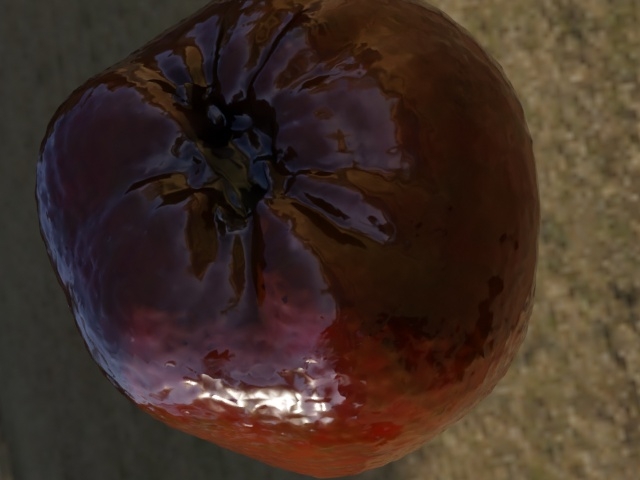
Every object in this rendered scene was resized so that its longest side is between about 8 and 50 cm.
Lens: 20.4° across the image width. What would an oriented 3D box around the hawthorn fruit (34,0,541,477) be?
[{"bbox_3d":[0.000,0.000,0.477,0.138,0.132,0.133,50,-158,-63],"label":"hawthorn fruit"}]
